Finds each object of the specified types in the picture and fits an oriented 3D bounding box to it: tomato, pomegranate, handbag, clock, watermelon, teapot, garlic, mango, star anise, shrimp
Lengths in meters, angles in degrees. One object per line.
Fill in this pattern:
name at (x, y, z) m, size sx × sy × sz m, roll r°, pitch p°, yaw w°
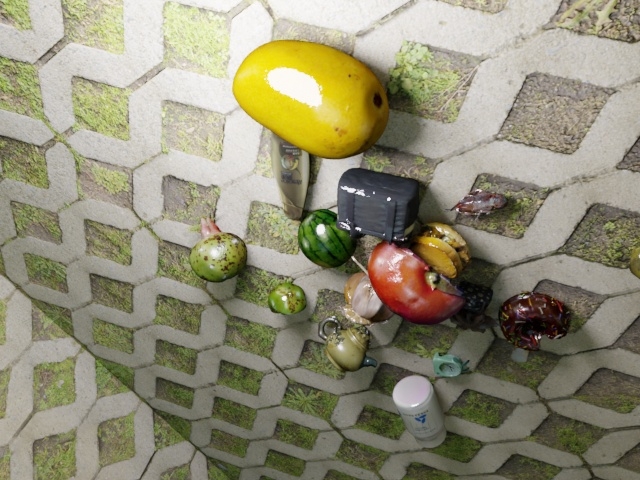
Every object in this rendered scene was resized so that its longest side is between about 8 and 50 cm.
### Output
tomato at (0.280, 0.160, 1.942) m, size 0.335 × 0.176 × 0.289 m, roll 38°, pitch 174°, yaw -7°
pomegranate at (-0.129, 0.219, 2.293) m, size 0.169 × 0.143 × 0.122 m, roll 154°, pitch 97°, yaw -79°
handbag at (0.170, -0.105, 1.838) m, size 0.254 × 0.181 × 0.182 m, roll 12°, pitch 126°, yaw 13°
clock at (0.497, 0.475, 2.312) m, size 0.135 × 0.041 × 0.101 m, roll 3°, pitch 130°, yaw 18°
pomegranate at (-0.377, 0.028, 2.186) m, size 0.214 × 0.214 × 0.248 m, roll -30°, pitch 79°, yaw 39°
watermelon at (0.006, 0.005, 2.038) m, size 0.204 × 0.127 × 0.232 m, roll -20°, pitch 115°, yaw 38°
teapot at (0.110, 0.394, 2.337) m, size 0.182 × 0.173 × 0.269 m, roll -42°, pitch 81°, yaw 6°
garlic at (0.139, 0.185, 2.074) m, size 0.207 × 0.207 × 0.257 m, roll -12°, pitch 141°, yaw 30°
handbag at (0.503, 0.205, 2.001) m, size 0.115 × 0.139 × 0.072 m, roll 17°, pitch 122°, yaw 10°
mango at (-0.032, -0.383, 1.642) m, size 0.445 × 0.232 × 0.300 m, roll 21°, pitch 138°, yaw 14°
star anise at (0.522, 0.270, 2.085) m, size 0.182 × 0.065 × 0.195 m, roll 3°, pitch 150°, yaw 44°
shrimp at (0.458, -0.104, 1.797) m, size 0.190 × 0.075 × 0.073 m, roll -14°, pitch 143°, yaw 25°

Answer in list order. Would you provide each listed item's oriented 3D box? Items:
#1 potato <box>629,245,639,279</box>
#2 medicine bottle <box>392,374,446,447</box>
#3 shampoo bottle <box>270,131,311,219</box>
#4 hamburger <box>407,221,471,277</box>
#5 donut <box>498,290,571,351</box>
potato at (0.991, 0.084, 1.718) m, size 0.251 × 0.113 × 0.149 m, roll 29°, pitch 142°, yaw 8°
medicine bottle at (0.408, 0.696, 2.456) m, size 0.170 × 0.170 × 0.293 m, roll -7°, pitch 128°, yaw 27°
shampoo bottle at (-0.091, -0.219, 1.907) m, size 0.125 × 0.084 × 0.350 m, roll 11°, pitch 134°, yaw 10°
hamburger at (0.380, 0.031, 1.889) m, size 0.191 × 0.118 × 0.182 m, roll 26°, pitch 158°, yaw 33°
donut at (0.701, 0.272, 2.009) m, size 0.230 × 0.096 × 0.216 m, roll -22°, pitch 119°, yaw 36°
